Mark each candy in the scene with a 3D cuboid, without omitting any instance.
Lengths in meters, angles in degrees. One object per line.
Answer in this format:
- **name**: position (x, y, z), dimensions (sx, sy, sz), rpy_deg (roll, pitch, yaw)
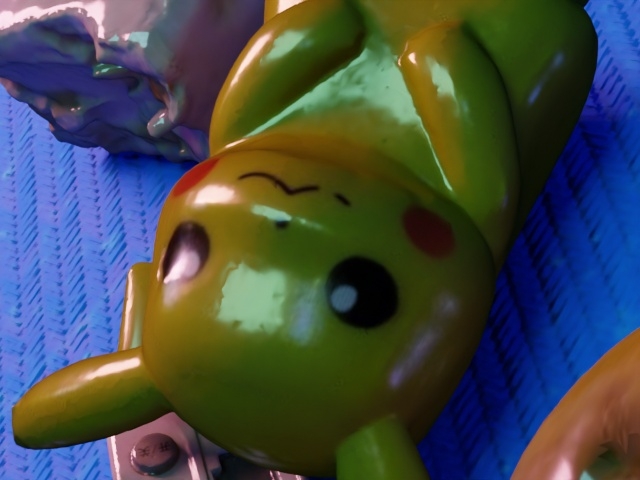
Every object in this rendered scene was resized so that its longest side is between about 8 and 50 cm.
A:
- **candy**: position (-0.075, -0.139, 0.974), dimensions (0.185, 0.137, 0.195), rpy_deg (11, 62, 40)

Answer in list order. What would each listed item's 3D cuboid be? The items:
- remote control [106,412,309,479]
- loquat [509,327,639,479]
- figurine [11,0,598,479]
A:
- **remote control**: position (-0.043, 0.141, 0.783), dimensions (0.090, 0.049, 0.230), rpy_deg (-11, 43, -10)
- **loquat**: position (0.177, 0.143, 0.488), dimensions (0.275, 0.275, 0.275), rpy_deg (-19, 48, 22)
- **figurine**: position (0.003, -0.006, 0.781), dimensions (0.218, 0.169, 0.327), rpy_deg (14, 53, 20)
